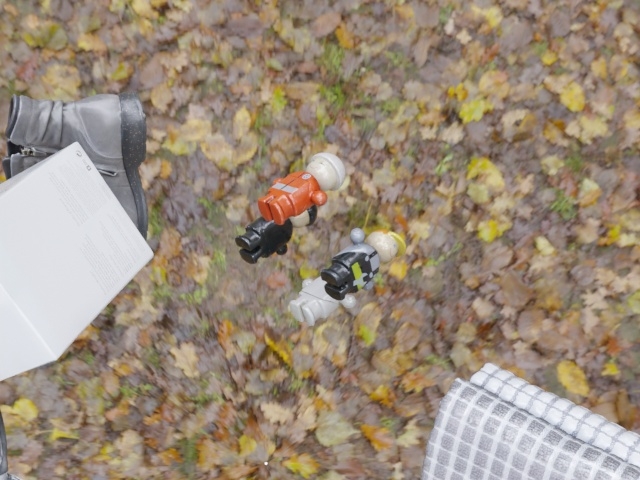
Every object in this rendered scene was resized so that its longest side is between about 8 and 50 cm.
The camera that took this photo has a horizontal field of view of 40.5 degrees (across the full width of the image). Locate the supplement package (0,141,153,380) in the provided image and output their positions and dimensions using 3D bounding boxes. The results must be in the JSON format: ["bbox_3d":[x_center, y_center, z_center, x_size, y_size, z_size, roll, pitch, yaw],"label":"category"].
[{"bbox_3d":[-0.404,0.034,1.167,0.198,0.262,0.199,-22,109,29],"label":"supplement package"}]

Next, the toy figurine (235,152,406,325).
[{"bbox_3d":[0.000,0.000,1.279,0.148,0.213,0.209,-37,81,-31],"label":"toy figurine"}]

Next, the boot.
[{"bbox_3d":[-0.406,-0.095,1.440,0.223,0.338,0.118,-8,33,-20],"label":"boot"}]

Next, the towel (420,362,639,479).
[{"bbox_3d":[0.207,0.295,0.846,0.235,0.121,0.283,22,116,34],"label":"towel"}]

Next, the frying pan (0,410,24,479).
[{"bbox_3d":[-0.497,0.421,1.415,0.197,0.053,0.326,25,119,16],"label":"frying pan"}]
